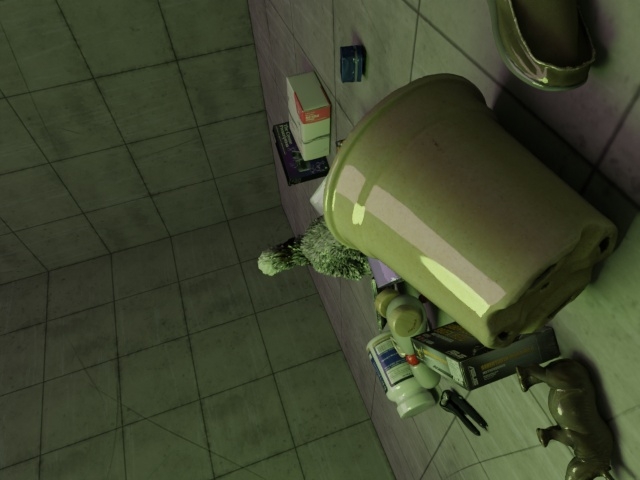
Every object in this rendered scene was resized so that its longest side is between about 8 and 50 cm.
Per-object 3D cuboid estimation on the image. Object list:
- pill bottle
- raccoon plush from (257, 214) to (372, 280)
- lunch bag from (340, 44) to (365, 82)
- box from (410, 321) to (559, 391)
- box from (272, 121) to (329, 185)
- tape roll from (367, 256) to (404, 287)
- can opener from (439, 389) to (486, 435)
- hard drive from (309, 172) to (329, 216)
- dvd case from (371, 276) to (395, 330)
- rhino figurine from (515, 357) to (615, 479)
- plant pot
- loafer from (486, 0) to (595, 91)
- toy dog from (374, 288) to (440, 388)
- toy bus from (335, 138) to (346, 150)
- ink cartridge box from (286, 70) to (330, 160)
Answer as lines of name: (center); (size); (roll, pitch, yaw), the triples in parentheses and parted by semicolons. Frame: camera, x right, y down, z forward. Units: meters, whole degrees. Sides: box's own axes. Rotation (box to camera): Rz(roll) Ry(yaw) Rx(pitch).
pill bottle: (0.272, 0.450, 1.527); (0.153, 0.153, 0.264); (87, 163, -54)
raccoon plush: (0.000, 0.000, 1.184); (0.216, 0.447, 0.299); (68, -170, 24)
lunch bag: (0.088, -0.486, 1.232); (0.098, 0.065, 0.067); (87, 178, -58)
box: (0.303, 0.204, 0.871); (0.231, 0.183, 0.056); (173, 79, -80)
box: (-0.089, -0.396, 1.998); (0.103, 0.185, 0.261); (132, 121, -76)
tape roll: (0.213, 0.047, 1.077); (0.189, 0.189, 0.080); (115, 138, -75)
can opener: (0.391, 0.468, 1.237); (0.059, 0.073, 0.186); (-68, 16, -1)
hard drive: (0.109, -0.071, 1.393); (0.307, 0.040, 0.203); (53, 136, 13)
dvd case: (0.205, 0.166, 1.433); (0.221, 0.018, 0.164); (-33, -64, -65)
rhino figurine: (0.405, 0.305, 0.724); (0.073, 0.107, 0.243); (-4, -105, -74)
plant pot: (0.221, -0.024, 0.666); (0.305, 0.334, 0.333); (51, 159, 37)
loafer: (0.257, -0.297, 0.542); (0.087, 0.095, 0.251); (96, 155, -76)
toy dog: (0.286, 0.256, 1.272); (0.220, 0.161, 0.333); (58, 177, 46)
toy bus: (0.142, -0.230, 1.172); (0.333, 0.130, 0.108); (-148, 41, -75)
ink cartridge box: (-0.046, -0.489, 1.797); (0.283, 0.117, 0.207); (91, 159, -60)
